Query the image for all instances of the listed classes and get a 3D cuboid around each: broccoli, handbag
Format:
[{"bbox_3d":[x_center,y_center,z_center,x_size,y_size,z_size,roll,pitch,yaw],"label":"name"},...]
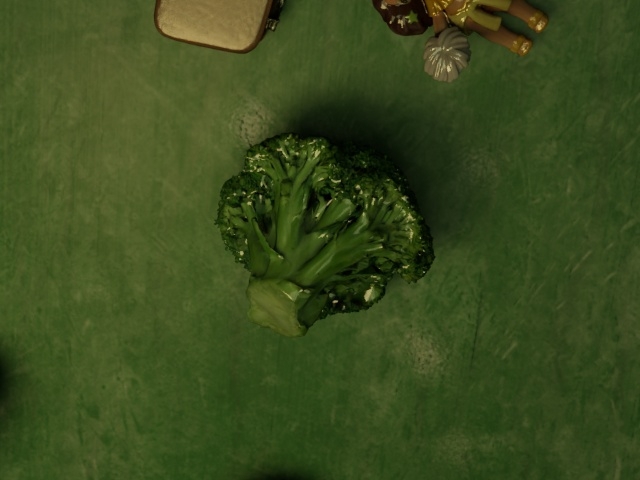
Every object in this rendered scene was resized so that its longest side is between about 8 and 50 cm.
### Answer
[{"bbox_3d":[0.000,0.000,1.473,0.269,0.241,0.262,13,134,30],"label":"broccoli"},{"bbox_3d":[-0.105,-0.318,1.444,0.151,0.072,0.193,15,108,0],"label":"handbag"}]

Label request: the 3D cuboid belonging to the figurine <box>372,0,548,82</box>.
[{"bbox_3d":[0.148,-0.282,1.411,0.240,0.116,0.175,28,112,-11],"label":"figurine"}]
